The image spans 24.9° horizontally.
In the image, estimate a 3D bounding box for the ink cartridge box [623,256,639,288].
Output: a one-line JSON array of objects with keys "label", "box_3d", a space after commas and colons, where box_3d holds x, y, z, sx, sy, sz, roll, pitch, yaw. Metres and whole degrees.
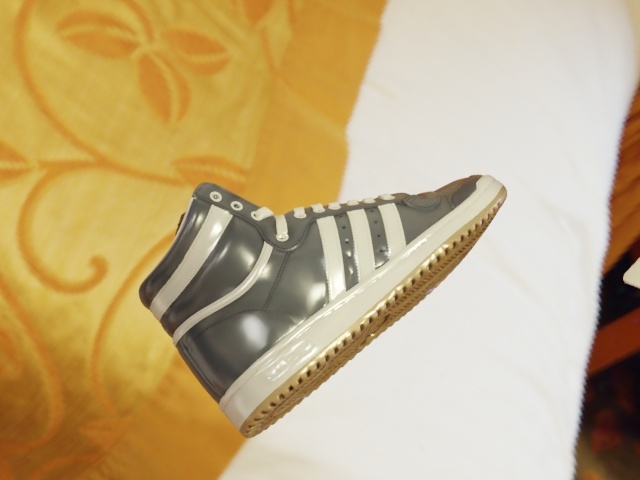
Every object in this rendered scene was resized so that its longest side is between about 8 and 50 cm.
[{"label": "ink cartridge box", "box_3d": [0.129, 0.001, 0.399, 0.083, 0.048, 0.028, -42, 131, -19]}]

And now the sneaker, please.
[{"label": "sneaker", "box_3d": [0.000, 0.000, 1.038, 0.282, 0.099, 0.153, -38, 75, -28]}]
